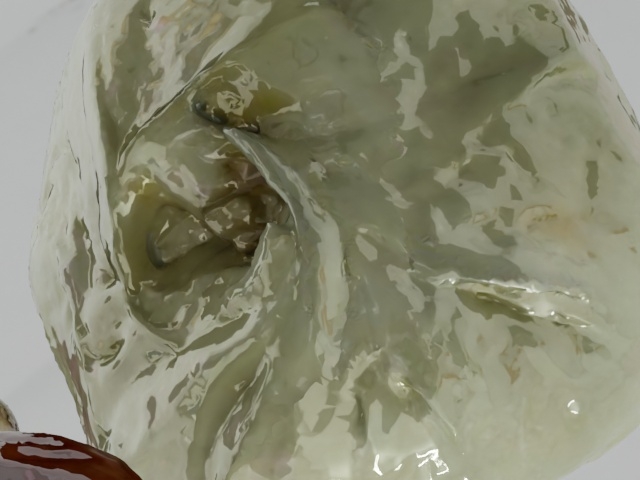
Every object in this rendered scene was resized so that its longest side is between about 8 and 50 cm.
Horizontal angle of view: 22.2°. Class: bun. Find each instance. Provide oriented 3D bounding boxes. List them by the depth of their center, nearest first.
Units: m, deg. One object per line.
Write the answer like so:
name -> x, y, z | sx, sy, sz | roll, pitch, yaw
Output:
bun -> 0.000, 0.000, 0.797 | 0.361, 0.213, 0.361 | -2, -97, 16

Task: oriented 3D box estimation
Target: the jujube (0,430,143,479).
jujube -> -0.149, 0.189, 0.600 | 0.255, 0.190, 0.190 | -40, -130, -8

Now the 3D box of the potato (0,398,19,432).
potato -> -0.303, 0.157, 1.225 | 0.080, 0.170, 0.107 | -14, -101, 46
